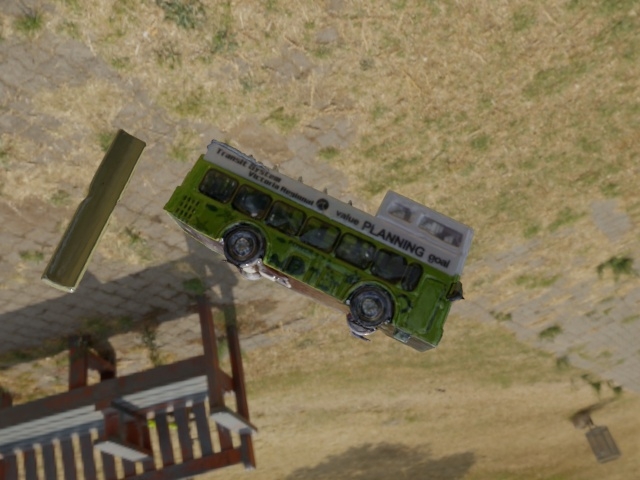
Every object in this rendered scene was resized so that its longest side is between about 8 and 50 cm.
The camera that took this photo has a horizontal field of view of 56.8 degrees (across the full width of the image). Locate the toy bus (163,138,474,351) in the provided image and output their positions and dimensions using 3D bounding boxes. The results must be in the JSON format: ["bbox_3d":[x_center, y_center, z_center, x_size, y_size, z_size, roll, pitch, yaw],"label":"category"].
[{"bbox_3d":[0.000,0.000,0.618,0.302,0.139,0.113,25,167,6],"label":"toy bus"}]

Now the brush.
[{"bbox_3d":[-0.355,-0.051,0.938,0.054,0.282,0.048,30,153,-25],"label":"brush"}]
